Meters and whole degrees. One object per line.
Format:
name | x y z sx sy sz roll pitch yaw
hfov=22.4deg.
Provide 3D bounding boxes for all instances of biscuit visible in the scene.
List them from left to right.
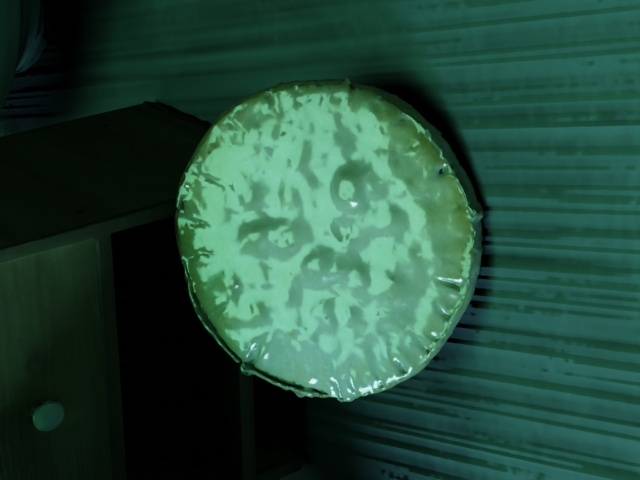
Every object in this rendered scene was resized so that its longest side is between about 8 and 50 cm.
biscuit | 0.000 0.000 0.719 0.152 0.020 0.152 5 103 21

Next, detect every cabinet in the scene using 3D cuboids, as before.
cabinet | -0.131 0.049 0.810 0.148 0.215 0.175 25 124 48

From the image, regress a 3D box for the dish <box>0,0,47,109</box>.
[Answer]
dish | -0.234 -0.167 0.984 0.260 0.085 0.260 26 123 49
